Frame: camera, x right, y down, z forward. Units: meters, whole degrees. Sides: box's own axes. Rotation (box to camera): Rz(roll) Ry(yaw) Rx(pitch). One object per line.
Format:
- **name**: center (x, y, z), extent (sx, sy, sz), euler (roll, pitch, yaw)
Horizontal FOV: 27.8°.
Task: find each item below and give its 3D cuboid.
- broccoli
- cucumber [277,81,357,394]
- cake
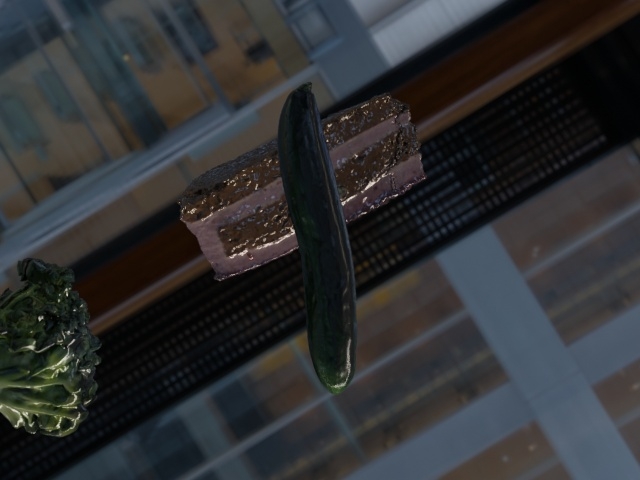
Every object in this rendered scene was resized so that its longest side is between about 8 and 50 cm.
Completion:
- **broccoli**: center (-0.355, 0.107, 1.191), extent (0.304, 0.145, 0.164), euler (-7, 126, -22)
- **cucumber**: center (0.000, 0.000, 1.160), extent (0.056, 0.284, 0.056), euler (-8, -170, 1)
- **cake**: center (-0.023, -0.062, 1.422), extent (0.295, 0.115, 0.113), euler (-25, -163, -16)
